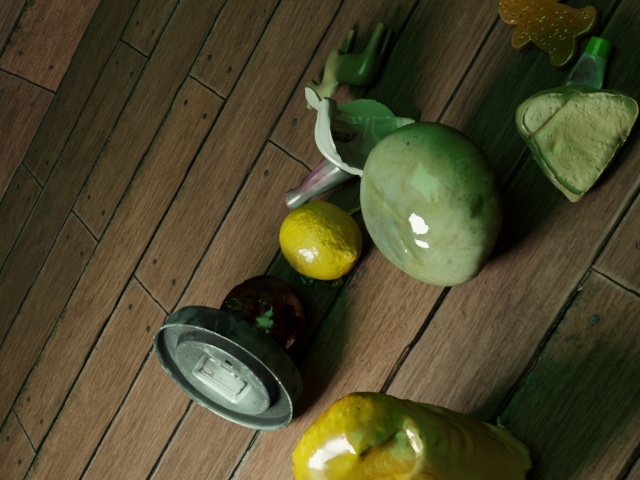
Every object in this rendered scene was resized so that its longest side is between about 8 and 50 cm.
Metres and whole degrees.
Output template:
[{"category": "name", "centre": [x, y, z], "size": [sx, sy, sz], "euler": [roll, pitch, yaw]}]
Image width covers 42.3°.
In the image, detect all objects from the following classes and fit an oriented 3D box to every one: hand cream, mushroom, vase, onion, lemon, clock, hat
[{"category": "hand cream", "centre": [0.530, -0.283, 1.716], "size": [0.275, 0.050, 0.079], "euler": [-68, 19, 8]}, {"category": "mushroom", "centre": [0.240, -0.075, 1.729], "size": [0.352, 0.260, 0.352], "euler": [43, 146, 38]}, {"category": "mushroom", "centre": [0.136, -0.109, 2.034], "size": [0.286, 0.028, 0.026], "euler": [-28, 100, 34]}, {"category": "vase", "centre": [-0.005, -0.151, 2.140], "size": [0.214, 0.086, 0.086], "euler": [-33, 55, 36]}, {"category": "onion", "centre": [-0.161, 0.200, 2.056], "size": [0.252, 0.219, 0.252], "euler": [-15, 61, 29]}, {"category": "lemon", "centre": [0.000, 0.000, 2.003], "size": [0.256, 0.188, 0.188], "euler": [27, 94, 48]}, {"category": "clock", "centre": [-0.219, 0.307, 1.980], "size": [0.386, 0.386, 0.076], "euler": [-8, 37, 41]}, {"category": "hat", "centre": [0.058, -0.272, 2.038], "size": [0.301, 0.257, 0.168], "euler": [44, 119, 55]}]

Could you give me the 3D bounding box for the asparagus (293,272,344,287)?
[{"category": "asparagus", "centre": [-0.009, 0.099, 2.084], "size": [0.165, 0.030, 0.036], "euler": [5, 103, 42]}]

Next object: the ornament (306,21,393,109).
[{"category": "ornament", "centre": [0.062, -0.456, 2.198], "size": [0.230, 0.061, 0.245], "euler": [16, 83, 47]}]

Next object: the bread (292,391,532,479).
[{"category": "bread", "centre": [0.150, 0.428, 1.584], "size": [0.361, 0.394, 0.250], "euler": [-48, 33, 23]}]

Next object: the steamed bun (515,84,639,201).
[{"category": "steamed bun", "centre": [0.492, -0.225, 1.647], "size": [0.231, 0.212, 0.110], "euler": [-55, 3, 9]}]

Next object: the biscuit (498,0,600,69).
[{"category": "biscuit", "centre": [0.493, -0.485, 1.824], "size": [0.250, 0.036, 0.165], "euler": [44, 105, 39]}]
